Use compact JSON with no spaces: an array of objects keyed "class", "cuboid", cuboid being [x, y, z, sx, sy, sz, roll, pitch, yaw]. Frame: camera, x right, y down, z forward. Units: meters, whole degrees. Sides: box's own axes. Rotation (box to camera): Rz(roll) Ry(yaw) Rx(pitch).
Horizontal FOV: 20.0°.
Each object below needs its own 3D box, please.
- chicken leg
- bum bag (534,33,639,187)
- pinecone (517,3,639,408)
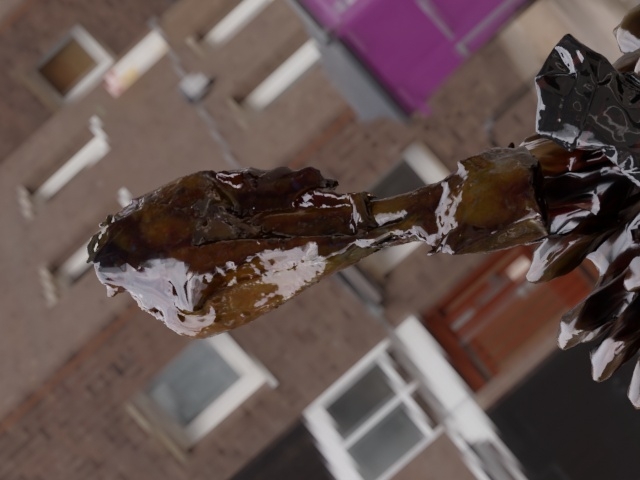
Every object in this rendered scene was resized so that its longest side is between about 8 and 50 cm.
[{"class":"chicken leg","cuboid":[0.000,0.000,1.036,0.113,0.304,0.093,-55,-53,-41]},{"class":"bum bag","cuboid":[0.164,-0.056,0.939,0.124,0.058,0.034,30,176,-8]},{"class":"pinecone","cuboid":[0.320,-0.025,1.138,0.397,0.398,0.398,47,-174,-6]}]
